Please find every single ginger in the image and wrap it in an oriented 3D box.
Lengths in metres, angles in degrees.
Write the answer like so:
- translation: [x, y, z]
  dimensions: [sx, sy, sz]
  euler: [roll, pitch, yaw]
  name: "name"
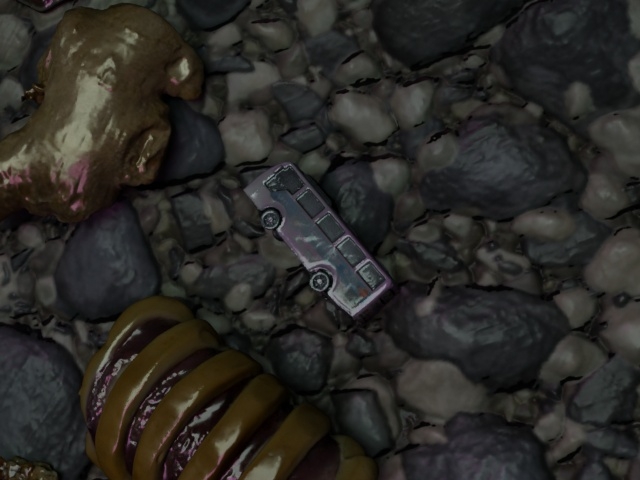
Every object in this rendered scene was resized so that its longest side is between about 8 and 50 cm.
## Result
- translation: [-0.185, -0.082, 0.791]
  dimensions: [0.137, 0.074, 0.213]
  euler: [33, 83, 14]
  name: "ginger"

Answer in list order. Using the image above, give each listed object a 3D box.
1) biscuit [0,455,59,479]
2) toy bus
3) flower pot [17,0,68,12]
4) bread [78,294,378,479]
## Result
- translation: [-0.282, 0.273, 0.768]
  dimensions: [0.131, 0.026, 0.237]
  euler: [11, 82, 18]
  name: "biscuit"
- translation: [0.000, 0.000, 0.733]
  dimensions: [0.052, 0.037, 0.130]
  euler: [-41, 70, 3]
  name: "toy bus"
- translation: [-0.232, -0.333, 0.858]
  dimensions: [0.179, 0.084, 0.251]
  euler: [28, 88, 22]
  name: "flower pot"
- translation: [-0.075, 0.142, 0.701]
  dimensions: [0.225, 0.081, 0.134]
  euler: [33, 91, 21]
  name: "bread"
